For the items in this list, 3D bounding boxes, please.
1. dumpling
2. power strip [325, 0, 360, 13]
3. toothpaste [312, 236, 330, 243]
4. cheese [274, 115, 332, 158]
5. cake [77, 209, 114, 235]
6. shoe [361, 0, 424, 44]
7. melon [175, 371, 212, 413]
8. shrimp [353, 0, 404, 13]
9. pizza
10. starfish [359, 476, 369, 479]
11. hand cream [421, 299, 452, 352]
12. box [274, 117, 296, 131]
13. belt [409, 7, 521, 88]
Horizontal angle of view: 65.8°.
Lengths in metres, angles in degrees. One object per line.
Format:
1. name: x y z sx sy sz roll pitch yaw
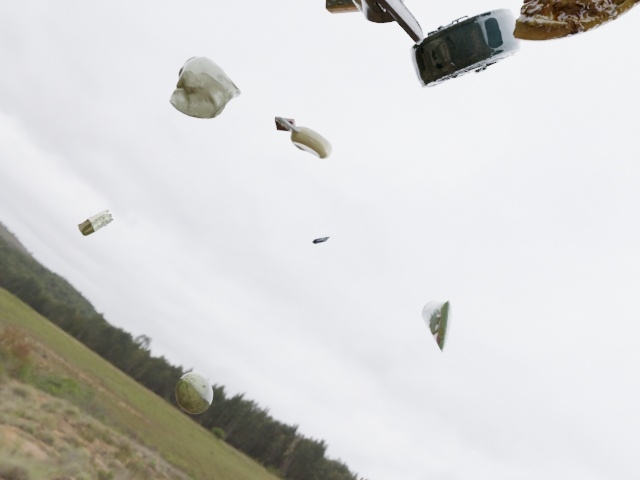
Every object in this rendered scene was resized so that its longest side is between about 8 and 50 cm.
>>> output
1. dumpling: -0.264 -0.326 1.071 0.169 0.134 0.100 47 -9 4
2. power strip: 0.085 -0.579 1.190 0.178 0.028 0.049 14 -81 34
3. toothpaste: 0.000 0.000 1.699 0.083 0.027 0.019 -11 -61 48
4. cheese: -0.058 -0.394 1.874 0.163 0.070 0.249 24 -6 30
5. cake: -0.720 -0.065 1.615 0.055 0.140 0.051 -19 -72 28
6. shoe: 0.090 -0.337 0.723 0.159 0.062 0.053 30 -38 -34
7. melon: -0.346 0.416 1.351 0.098 0.098 0.130 21 -47 37
8. shrimp: 0.113 -0.563 0.896 0.085 0.246 0.360 24 -10 25
9. pizza: 0.466 -0.446 0.839 0.161 0.305 0.085 59 16 4
10. starfish: 0.085 0.420 0.794 0.091 0.028 0.078 44 -19 47
11. hand cream: 0.367 0.242 1.508 0.093 0.147 0.306 9 -1 7
12. box: -0.139 -0.458 1.957 0.082 0.023 0.051 11 -42 21
13. belt: 0.305 -0.402 1.028 0.206 0.267 0.116 -11 -76 45
